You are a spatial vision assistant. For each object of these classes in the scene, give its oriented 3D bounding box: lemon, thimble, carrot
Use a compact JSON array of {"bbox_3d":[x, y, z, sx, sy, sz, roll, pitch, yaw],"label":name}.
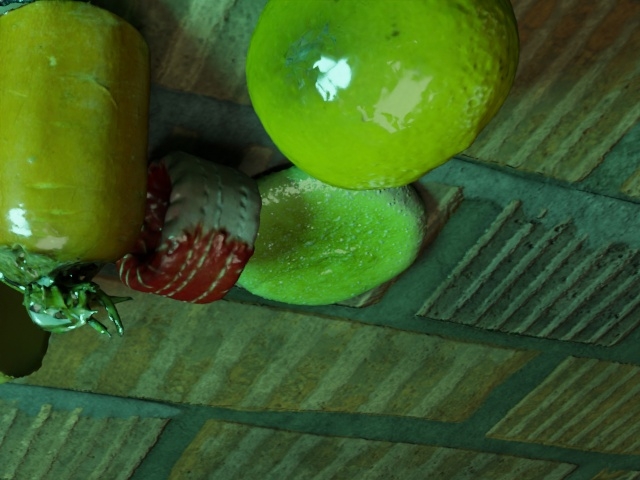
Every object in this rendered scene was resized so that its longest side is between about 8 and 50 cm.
[{"bbox_3d":[0.064,-0.184,1.089,0.284,0.260,0.260,-48,131,11],"label":"lemon"},{"bbox_3d":[-0.163,-0.013,1.327,0.125,0.163,0.189,15,143,-31],"label":"thimble"},{"bbox_3d":[-0.283,-0.064,1.153,0.193,0.331,0.214,3,174,-26],"label":"carrot"}]

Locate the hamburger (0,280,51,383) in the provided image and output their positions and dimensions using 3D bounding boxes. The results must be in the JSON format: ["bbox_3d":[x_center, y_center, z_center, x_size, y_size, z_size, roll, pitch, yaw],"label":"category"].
[{"bbox_3d":[-0.453,0.036,1.259,0.186,0.261,0.303,-10,141,7],"label":"hamburger"}]

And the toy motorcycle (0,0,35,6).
[{"bbox_3d":[-0.370,-0.247,1.075,0.173,0.058,0.100,-23,147,19],"label":"toy motorcycle"}]

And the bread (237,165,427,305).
[{"bbox_3d":[-0.001,-0.004,1.471,0.301,0.045,0.301,-5,141,-4],"label":"bread"}]
